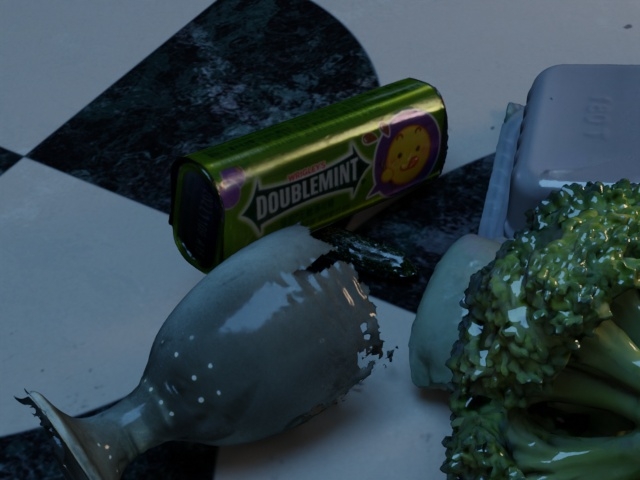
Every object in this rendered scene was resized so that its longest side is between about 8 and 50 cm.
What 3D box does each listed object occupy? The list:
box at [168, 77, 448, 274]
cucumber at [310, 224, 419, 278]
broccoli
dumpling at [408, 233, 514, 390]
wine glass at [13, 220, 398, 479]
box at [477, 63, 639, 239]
[{"bbox_3d":[-0.006,-0.077,1.371,0.345,0.134,0.097,-23,38,-35],"label":"box"},{"bbox_3d":[0.000,-0.001,1.416,0.256,0.043,0.044,20,43,30],"label":"cucumber"},{"bbox_3d":[0.229,0.105,0.999,0.375,0.249,0.302,-54,15,-9],"label":"broccoli"},{"bbox_3d":[0.180,0.072,1.245,0.149,0.105,0.217,12,51,21],"label":"dumpling"},{"bbox_3d":[-0.104,0.131,1.191,0.357,0.190,0.190,-30,45,-20],"label":"wine glass"},{"bbox_3d":[0.322,-0.097,1.398,0.264,0.106,0.337,3,45,16],"label":"box"}]
